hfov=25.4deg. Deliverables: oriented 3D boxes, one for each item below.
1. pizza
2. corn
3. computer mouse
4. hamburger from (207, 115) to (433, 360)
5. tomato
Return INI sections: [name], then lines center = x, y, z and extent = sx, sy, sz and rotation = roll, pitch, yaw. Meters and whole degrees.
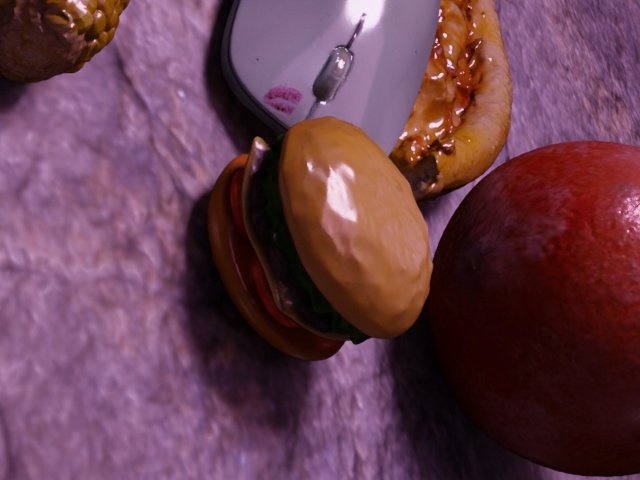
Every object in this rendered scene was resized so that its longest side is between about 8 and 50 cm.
[pizza]
center = 0.103, -0.157, 1.268
extent = 0.182, 0.074, 0.365
rotation = 53, 31, -17
[corn]
center = -0.142, -0.197, 0.840
extent = 0.097, 0.097, 0.262
rotation = 46, 37, -36
[computer mouse]
center = 0.023, -0.180, 1.080
extent = 0.159, 0.097, 0.288
rotation = 37, 38, -18
[hamburger]
center = 0.000, 0.000, 0.920
extent = 0.162, 0.115, 0.162
rotation = 43, 33, -38
[tomato]
center = 0.206, 0.051, 1.105
extent = 0.265, 0.265, 0.265
rotation = 41, 37, -41
